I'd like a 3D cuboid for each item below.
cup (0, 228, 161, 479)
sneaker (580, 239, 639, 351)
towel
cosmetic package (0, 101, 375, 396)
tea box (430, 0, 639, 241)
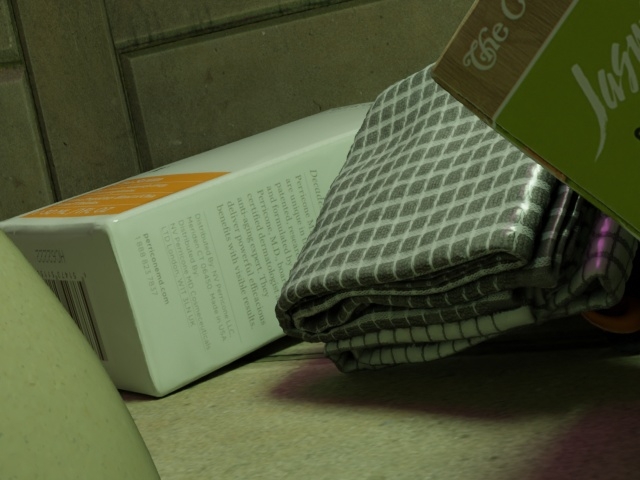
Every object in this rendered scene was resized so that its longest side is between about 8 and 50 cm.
[{"bbox_3d":[-0.252,0.087,0.566,0.331,0.237,0.331,-10,8,1],"label":"cup"},{"bbox_3d":[0.190,0.013,0.889,0.321,0.124,0.180,-19,14,33],"label":"sneaker"},{"bbox_3d":[0.105,-0.036,0.838,0.283,0.121,0.235,-22,35,51],"label":"towel"},{"bbox_3d":[-0.059,-0.013,1.144,0.453,0.161,0.230,-23,15,-38],"label":"cosmetic package"},{"bbox_3d":[0.282,-0.085,0.540,0.220,0.323,0.329,-56,-15,25],"label":"tea box"}]
